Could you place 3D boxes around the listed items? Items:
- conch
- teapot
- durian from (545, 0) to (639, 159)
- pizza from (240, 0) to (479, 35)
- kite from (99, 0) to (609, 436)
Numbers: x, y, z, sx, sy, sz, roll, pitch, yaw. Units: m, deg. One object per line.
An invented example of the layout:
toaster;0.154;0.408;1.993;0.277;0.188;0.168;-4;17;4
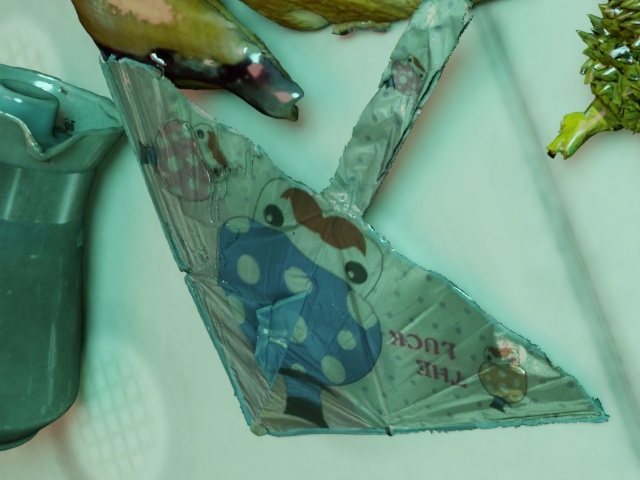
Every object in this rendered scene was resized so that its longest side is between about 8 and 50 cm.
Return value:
conch;-0.095;-0.131;0.638;0.233;0.080;0.086;59;165;25
teapot;-0.222;0.000;0.737;0.225;0.171;0.203;-69;23;15
durian;0.154;-0.088;0.415;0.208;0.102;0.146;-34;79;43
pizza;0.024;-0.152;0.526;0.193;0.154;0.069;3;78;21
kite;0.000;0.000;0.578;0.335;0.011;0.314;36;131;18
